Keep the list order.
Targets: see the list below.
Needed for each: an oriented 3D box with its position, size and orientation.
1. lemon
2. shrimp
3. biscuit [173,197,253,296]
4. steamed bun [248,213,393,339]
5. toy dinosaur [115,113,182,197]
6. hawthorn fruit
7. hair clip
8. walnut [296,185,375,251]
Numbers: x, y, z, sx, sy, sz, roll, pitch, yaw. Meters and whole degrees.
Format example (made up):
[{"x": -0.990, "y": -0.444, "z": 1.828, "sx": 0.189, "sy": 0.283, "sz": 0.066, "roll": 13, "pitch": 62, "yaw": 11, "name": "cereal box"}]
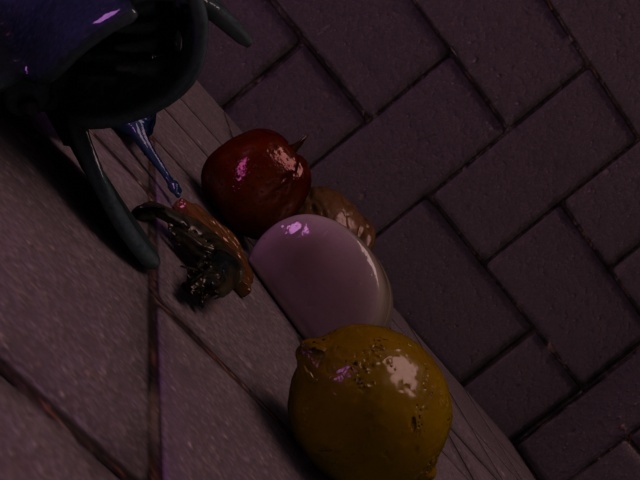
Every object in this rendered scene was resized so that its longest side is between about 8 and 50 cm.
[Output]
[{"x": 0.050, "y": 0.175, "z": 1.005, "sx": 0.206, "sy": 0.173, "sz": 0.173, "roll": 39, "pitch": 10, "yaw": -25, "name": "lemon"}, {"x": -0.155, "y": 0.010, "z": 1.094, "sx": 0.150, "sy": 0.051, "sz": 0.217, "roll": 43, "pitch": 9, "yaw": -7, "name": "shrimp"}, {"x": -0.143, "y": 0.006, "z": 1.316, "sx": 0.162, "sy": 0.035, "sz": 0.250, "roll": 55, "pitch": 4, "yaw": 0, "name": "biscuit"}, {"x": 0.018, "y": 0.067, "z": 1.502, "sx": 0.242, "sy": 0.164, "sz": 0.146, "roll": 52, "pitch": 4, "yaw": 16, "name": "steamed bun"}, {"x": -0.276, "y": -0.201, "z": 1.362, "sx": 0.144, "sy": 0.076, "sz": 0.329, "roll": 54, "pitch": 4, "yaw": -47, "name": "toy dinosaur"}, {"x": -0.091, "y": -0.105, "z": 1.569, "sx": 0.179, "sy": 0.200, "sz": 0.179, "roll": 52, "pitch": -1, "yaw": 1, "name": "hawthorn fruit"}, {"x": -0.238, "y": -0.216, "z": 0.924, "sx": 0.392, "sy": 0.238, "sz": 0.318, "roll": 45, "pitch": 6, "yaw": -45, "name": "hair clip"}, {"x": 0.000, "y": 0.000, "z": 1.706, "sx": 0.213, "sy": 0.213, "sz": 0.213, "roll": 50, "pitch": 5, "yaw": -6, "name": "walnut"}]
